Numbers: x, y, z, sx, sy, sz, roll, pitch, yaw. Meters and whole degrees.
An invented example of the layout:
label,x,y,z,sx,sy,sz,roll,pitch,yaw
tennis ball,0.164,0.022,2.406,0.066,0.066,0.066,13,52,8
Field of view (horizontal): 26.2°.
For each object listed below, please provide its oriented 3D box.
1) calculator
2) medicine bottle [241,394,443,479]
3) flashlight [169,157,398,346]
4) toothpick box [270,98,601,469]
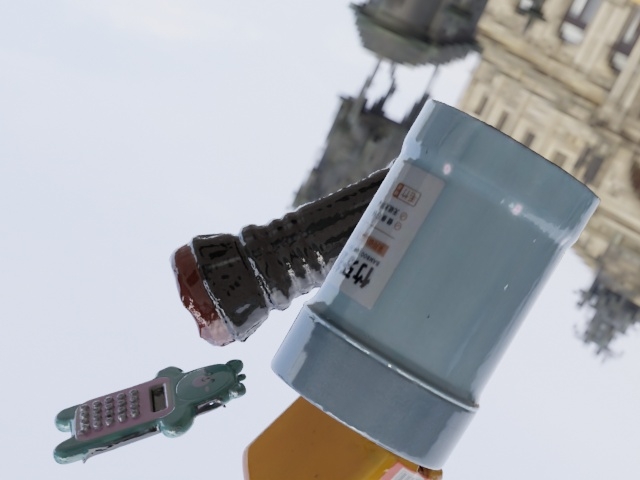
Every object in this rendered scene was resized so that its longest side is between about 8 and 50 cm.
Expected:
label,x,y,z,sx,sy,sz,roll,pitch,yaw
calculator,-0.119,0.116,0.958,0.141,0.019,0.094,-18,-158,-4
medicine bottle,-0.002,0.256,1.426,0.112,0.222,0.149,36,-167,-49
flashlight,0.000,0.000,1.074,0.093,0.232,0.093,155,90,-89
toothpick box,0.056,0.021,0.674,0.101,0.153,0.101,31,-179,0
